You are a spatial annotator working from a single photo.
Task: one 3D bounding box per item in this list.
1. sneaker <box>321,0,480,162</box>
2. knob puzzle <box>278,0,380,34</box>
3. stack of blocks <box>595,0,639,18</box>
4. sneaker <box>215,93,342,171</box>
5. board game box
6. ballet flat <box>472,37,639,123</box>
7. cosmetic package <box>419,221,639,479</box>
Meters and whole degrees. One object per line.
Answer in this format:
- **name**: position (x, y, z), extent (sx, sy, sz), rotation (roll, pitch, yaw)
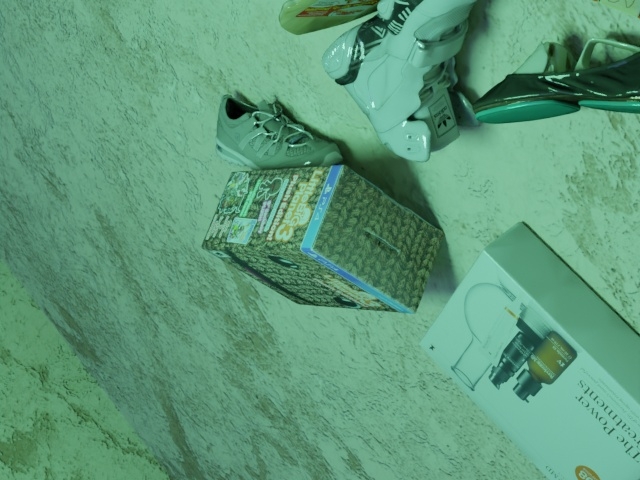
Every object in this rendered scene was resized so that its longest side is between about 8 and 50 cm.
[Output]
- **sneaker**: position (0.153, -0.238, 1.620), extent (0.210, 0.137, 0.366), rotation (57, 151, -3)
- **knob puzzle**: position (0.023, -0.333, 1.655), extent (0.213, 0.213, 0.030), rotation (-26, 79, 56)
- **stack of blocks**: position (0.411, -0.283, 1.188), extent (0.297, 0.087, 0.171), rotation (24, 127, 10)
- **sneaker**: position (-0.083, -0.172, 1.988), extent (0.281, 0.105, 0.115), rotation (17, 124, 40)
- **board game box**: position (0.000, 0.000, 1.898), extent (0.232, 0.141, 0.291), rotation (32, 161, -34)
- **ballet flat**: position (0.317, -0.197, 1.487), extent (0.280, 0.095, 0.096), rotation (2, 84, 39)
- **cosmetic package**: position (0.344, 0.197, 1.772), extent (0.377, 0.097, 0.284), rotation (46, 147, 15)
